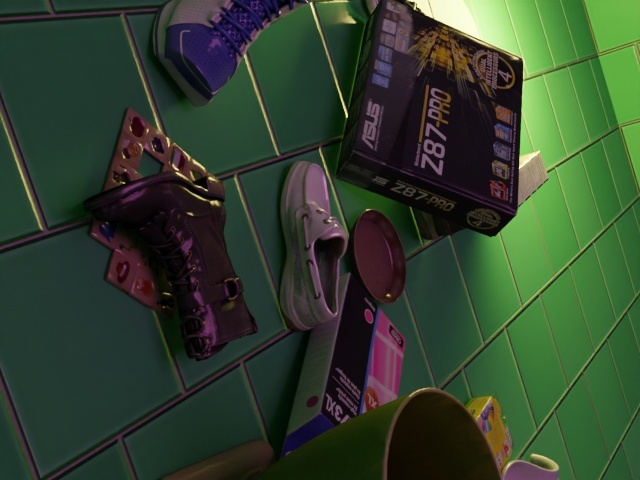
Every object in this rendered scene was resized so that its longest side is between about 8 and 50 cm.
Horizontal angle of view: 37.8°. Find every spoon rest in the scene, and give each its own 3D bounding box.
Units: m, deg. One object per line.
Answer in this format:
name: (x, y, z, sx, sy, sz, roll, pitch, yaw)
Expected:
spoon rest: (0.412, 0.488, 1.861, 0.276, 0.084, 0.137, -9, 95, -58)

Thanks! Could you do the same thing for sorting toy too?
sorting toy: (-0.084, 0.383, 1.225, 0.307, 0.041, 0.229, -7, 79, -57)

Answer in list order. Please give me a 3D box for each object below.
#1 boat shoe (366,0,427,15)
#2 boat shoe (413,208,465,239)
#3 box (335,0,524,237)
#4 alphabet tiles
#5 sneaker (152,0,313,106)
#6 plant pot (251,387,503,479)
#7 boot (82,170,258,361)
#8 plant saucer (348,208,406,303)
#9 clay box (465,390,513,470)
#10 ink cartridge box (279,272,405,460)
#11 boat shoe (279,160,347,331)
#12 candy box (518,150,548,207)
boat shoe: (0.170, -0.457, 1.886, 0.219, 0.070, 0.078, 17, 64, -52)
boat shoe: (0.275, -0.153, 1.849, 0.132, 0.130, 0.355, 58, 37, -53)
box: (0.212, -0.231, 1.713, 0.318, 0.097, 0.395, 20, 55, -11)
alphabet tiles: (-0.209, -0.025, 1.219, 0.198, 0.009, 0.237, 41, 47, -41)
sneaker: (-0.106, -0.346, 1.336, 0.127, 0.182, 0.316, 51, 40, -30)
plant pot: (0.033, 0.341, 1.107, 0.274, 0.293, 0.275, 32, 48, -44)
boot: (-0.170, 0.037, 1.162, 0.263, 0.091, 0.229, -4, 81, -59)
plant saucer: (0.095, 0.030, 1.627, 0.168, 0.029, 0.169, 27, 55, -48)
clay box: (0.297, 0.389, 1.763, 0.222, 0.053, 0.127, -36, 109, -55)
ink cartridge box: (0.040, 0.237, 1.398, 0.176, 0.069, 0.371, 51, 36, -29)
boat shoe: (0.000, 0.000, 1.436, 0.098, 0.096, 0.277, 25, 58, -49)
candy box: (0.368, -0.113, 1.965, 0.233, 0.159, 0.071, -32, 106, -56)
